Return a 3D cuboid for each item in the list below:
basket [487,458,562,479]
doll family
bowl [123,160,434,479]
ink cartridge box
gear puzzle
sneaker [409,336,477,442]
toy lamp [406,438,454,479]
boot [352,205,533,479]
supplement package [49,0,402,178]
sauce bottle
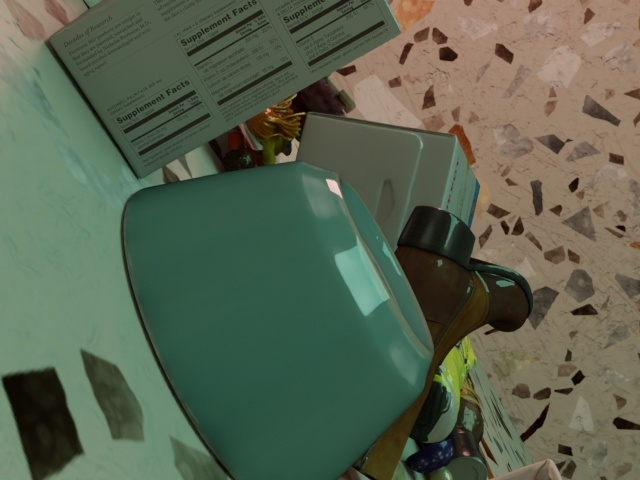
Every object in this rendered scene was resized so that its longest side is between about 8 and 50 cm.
[{"bbox_3d":[0.329,0.453,1.459,0.113,0.167,0.103,-92,159,-67],"label":"basket"},{"bbox_3d":[-0.098,-0.185,1.098,0.263,0.118,0.163,61,7,3],"label":"doll family"},{"bbox_3d":[-0.013,0.055,0.768,0.312,0.163,0.311,59,9,-16],"label":"bowl"},{"bbox_3d":[0.085,-0.029,1.185,0.270,0.197,0.198,31,72,-72],"label":"ink cartridge box"},{"bbox_3d":[-0.066,-0.205,1.251,0.175,0.044,0.339,49,-15,-7],"label":"gear puzzle"},{"bbox_3d":[0.175,0.176,1.340,0.147,0.145,0.385,28,20,-10],"label":"sneaker"},{"bbox_3d":[0.205,0.405,1.186,0.275,0.080,0.080,67,11,20],"label":"toy lamp"},{"bbox_3d":[0.128,0.140,0.982,0.264,0.096,0.280,42,67,-54],"label":"boot"},{"bbox_3d":[-0.081,-0.207,0.825,0.145,0.261,0.204,59,10,-21],"label":"supplement package"},{"bbox_3d":[0.206,0.275,1.443,0.111,0.111,0.344,58,9,-22],"label":"sauce bottle"}]
